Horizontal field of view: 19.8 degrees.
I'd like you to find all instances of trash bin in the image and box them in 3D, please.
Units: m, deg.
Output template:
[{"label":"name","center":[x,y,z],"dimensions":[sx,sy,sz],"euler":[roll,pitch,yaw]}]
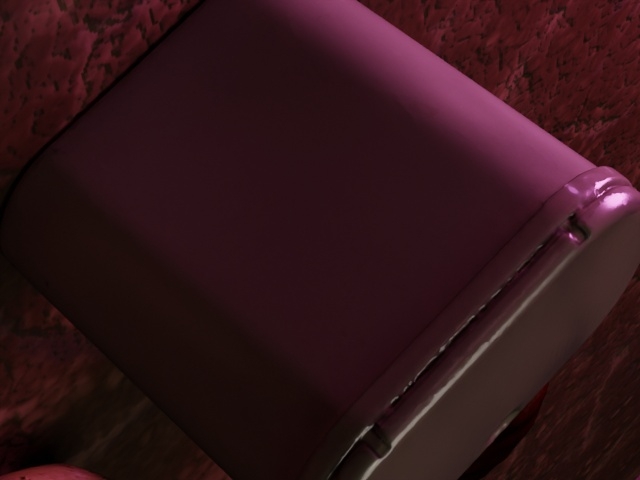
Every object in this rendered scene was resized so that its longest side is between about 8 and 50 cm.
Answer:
[{"label":"trash bin","center":[0.000,0.000,0.925],"dimensions":[0.243,0.247,0.121],"euler":[-44,157,-13]}]

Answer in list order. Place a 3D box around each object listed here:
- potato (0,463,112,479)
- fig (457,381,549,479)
[{"label":"potato","center":[-0.175,0.199,1.076],"dimensions":[0.137,0.137,0.176],"euler":[-59,177,19]},{"label":"fig","center":[0.062,0.025,1.204],"dimensions":[0.321,0.217,0.217],"euler":[-56,170,-51]}]
